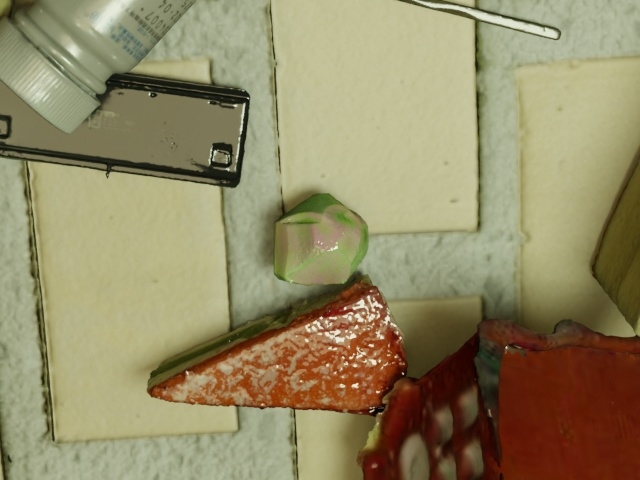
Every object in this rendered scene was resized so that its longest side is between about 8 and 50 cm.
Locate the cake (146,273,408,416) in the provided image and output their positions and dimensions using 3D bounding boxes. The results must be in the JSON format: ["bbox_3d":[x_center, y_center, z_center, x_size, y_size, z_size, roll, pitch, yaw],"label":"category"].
[{"bbox_3d":[-0.028,0.121,1.148,0.220,0.086,0.117,-26,102,5],"label":"cake"}]

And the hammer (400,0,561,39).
[{"bbox_3d":[0.063,-0.209,1.094,0.292,0.029,0.058,13,107,-6],"label":"hammer"}]

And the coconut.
[{"bbox_3d":[0.000,0.000,1.120,0.082,0.083,0.081,5,85,-11],"label":"coconut"}]

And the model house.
[{"bbox_3d":[0.156,0.188,1.086,0.196,0.160,0.254,6,151,-25],"label":"model house"}]

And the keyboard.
[{"bbox_3d":[-0.178,-0.100,1.118,0.230,0.025,0.094,8,103,-3],"label":"keyboard"}]

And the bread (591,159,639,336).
[{"bbox_3d":[0.407,-0.017,1.054,0.279,0.207,0.279,23,105,-5],"label":"bread"}]

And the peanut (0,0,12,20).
[{"bbox_3d":[-0.353,-0.252,1.036,0.117,0.101,0.263,-32,104,28],"label":"peanut"}]

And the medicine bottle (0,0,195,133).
[{"bbox_3d":[-0.183,-0.179,1.045,0.105,0.105,0.168,43,90,-11],"label":"medicine bottle"}]
